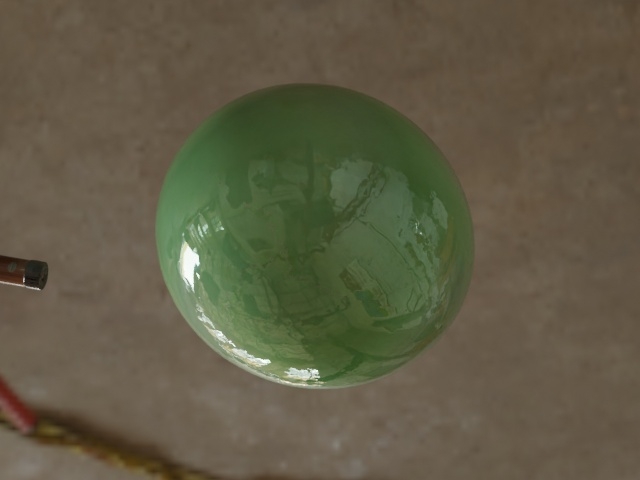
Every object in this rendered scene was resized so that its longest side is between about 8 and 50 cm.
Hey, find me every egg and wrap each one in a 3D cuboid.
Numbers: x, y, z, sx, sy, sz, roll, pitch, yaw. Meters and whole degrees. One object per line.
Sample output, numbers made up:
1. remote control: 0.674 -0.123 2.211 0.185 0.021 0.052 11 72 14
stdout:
1. egg: 0.000 0.000 1.464 0.220 0.220 0.269 -20 150 24

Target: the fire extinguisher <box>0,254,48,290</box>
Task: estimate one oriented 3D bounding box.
1. fire extinguisher: -0.245 0.023 1.484 0.083 0.028 0.022 9 -179 8
